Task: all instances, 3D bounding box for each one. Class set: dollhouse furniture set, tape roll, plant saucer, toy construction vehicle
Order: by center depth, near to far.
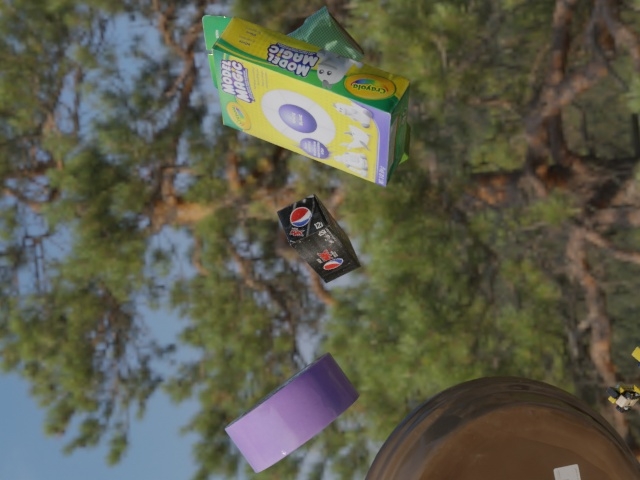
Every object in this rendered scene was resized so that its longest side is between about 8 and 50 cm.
[{"bbox_3d":[0.155,0.242,0.799,0.041,0.278,0.278,151,117,-66],"label":"plant saucer"},{"bbox_3d":[0.019,-0.131,0.965,0.152,0.076,0.058,46,-149,-22],"label":"dollhouse furniture set"},{"bbox_3d":[0.361,0.150,1.187,0.098,0.035,0.086,5,-60,-53],"label":"toy construction vehicle"},{"bbox_3d":[-0.041,0.248,1.520,0.080,0.189,0.189,53,-172,4],"label":"tape roll"}]

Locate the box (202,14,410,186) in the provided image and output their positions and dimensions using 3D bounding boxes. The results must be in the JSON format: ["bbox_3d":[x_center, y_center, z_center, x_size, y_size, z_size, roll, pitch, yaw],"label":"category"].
[{"bbox_3d":[-0.018,-0.116,0.853,0.043,0.179,0.105,-59,-16,-26],"label":"box"}]

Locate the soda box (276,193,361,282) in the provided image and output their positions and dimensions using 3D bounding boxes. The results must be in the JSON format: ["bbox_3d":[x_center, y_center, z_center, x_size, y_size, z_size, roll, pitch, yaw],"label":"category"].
[{"bbox_3d":[0.000,0.000,1.396,0.053,0.060,0.169,68,-173,25],"label":"soda box"}]
